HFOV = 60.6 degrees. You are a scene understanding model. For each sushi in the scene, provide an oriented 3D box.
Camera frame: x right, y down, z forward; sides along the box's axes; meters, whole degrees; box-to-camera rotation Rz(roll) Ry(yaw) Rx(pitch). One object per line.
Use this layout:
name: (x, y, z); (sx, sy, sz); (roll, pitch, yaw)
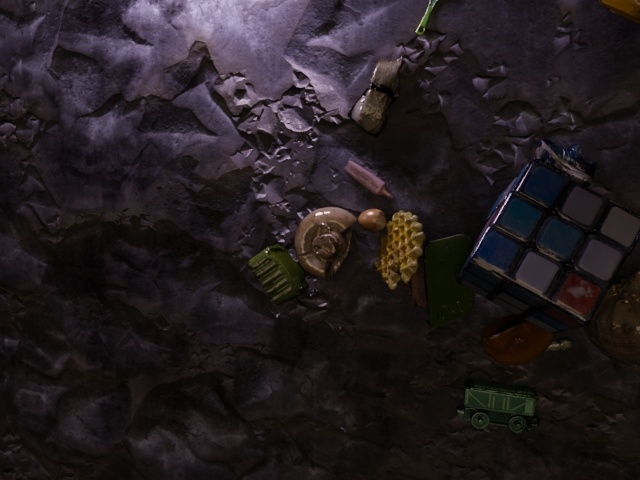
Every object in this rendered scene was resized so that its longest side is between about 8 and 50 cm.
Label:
sushi: (0.198, -0.487, 1.799); (0.134, 0.109, 0.272); (34, 103, 7)

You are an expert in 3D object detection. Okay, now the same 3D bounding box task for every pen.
pen: (0.170, -0.203, 1.884); (0.197, 0.032, 0.053); (35, 104, 9)

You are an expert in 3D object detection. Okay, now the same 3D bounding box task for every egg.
egg: (0.175, -0.068, 1.877); (0.096, 0.080, 0.080); (-12, 95, 33)

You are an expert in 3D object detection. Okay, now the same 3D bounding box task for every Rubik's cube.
Rubik's cube: (0.636, 0.034, 1.591); (0.362, 0.363, 0.358); (28, 79, 9)

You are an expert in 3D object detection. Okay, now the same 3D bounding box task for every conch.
conch: (0.962, 0.262, 1.668); (0.297, 0.210, 0.352); (-8, 93, 30)

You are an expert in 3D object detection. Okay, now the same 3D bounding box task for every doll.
doll: (0.769, 0.349, 1.809); (0.125, 0.027, 0.037); (-16, 101, 15)

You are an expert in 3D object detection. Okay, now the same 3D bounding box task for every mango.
mango: (0.649, 0.317, 1.784); (0.236, 0.136, 0.166); (-28, 104, 11)
mango: (0.901, -0.730, 1.583); (0.262, 0.130, 0.167); (30, 98, 13)

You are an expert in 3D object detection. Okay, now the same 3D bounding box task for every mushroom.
mushroom: (0.000, 0.000, 1.871); (0.189, 0.195, 0.253); (22, 101, 13)

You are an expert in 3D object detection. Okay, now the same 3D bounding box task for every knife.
knife: (0.355, -0.742, 1.769); (0.078, 0.023, 0.166); (24, 101, 17)

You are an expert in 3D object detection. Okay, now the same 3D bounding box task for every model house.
model house: (0.388, 0.118, 1.837); (0.207, 0.154, 0.293); (-14, 106, -27)

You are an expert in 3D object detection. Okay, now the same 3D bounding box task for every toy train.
toy train: (0.596, 0.559, 1.842); (0.270, 0.115, 0.154); (4, 90, 14)

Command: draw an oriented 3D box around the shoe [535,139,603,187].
shoe: (0.769, -0.252, 1.708); (0.207, 0.091, 0.106); (37, 82, 11)

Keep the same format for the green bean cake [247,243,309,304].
green bean cake: (-0.142, 0.118, 1.913); (0.113, 0.214, 0.200); (-37, 88, 12)

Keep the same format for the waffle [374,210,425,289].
waffle: (0.262, 0.027, 1.792); (0.056, 0.261, 0.250); (15, 108, -18)
